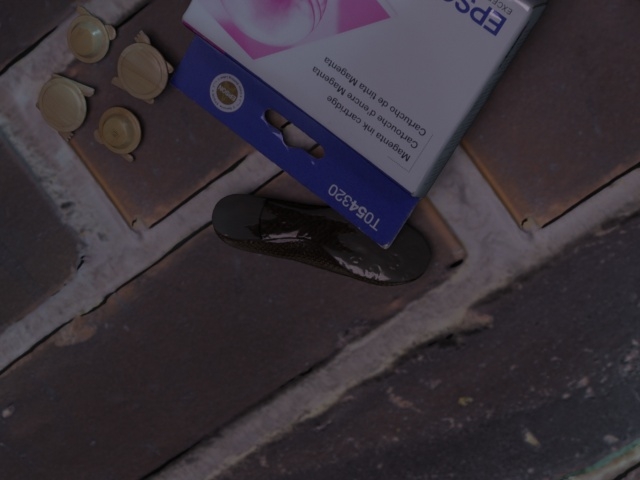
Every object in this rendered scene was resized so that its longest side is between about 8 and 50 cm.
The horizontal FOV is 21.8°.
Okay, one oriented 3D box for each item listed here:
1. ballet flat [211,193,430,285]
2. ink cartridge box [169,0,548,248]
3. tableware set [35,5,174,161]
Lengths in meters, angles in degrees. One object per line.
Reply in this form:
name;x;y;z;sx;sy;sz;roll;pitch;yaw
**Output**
ballet flat;0.000;0.000;1.847;0.249;0.058;0.084;10;72;9
ink cartridge box;0.019;-0.205;1.749;0.324;0.071;0.330;37;113;13
tableware set;-0.246;-0.174;1.888;0.141;0.020;0.169;33;116;12
